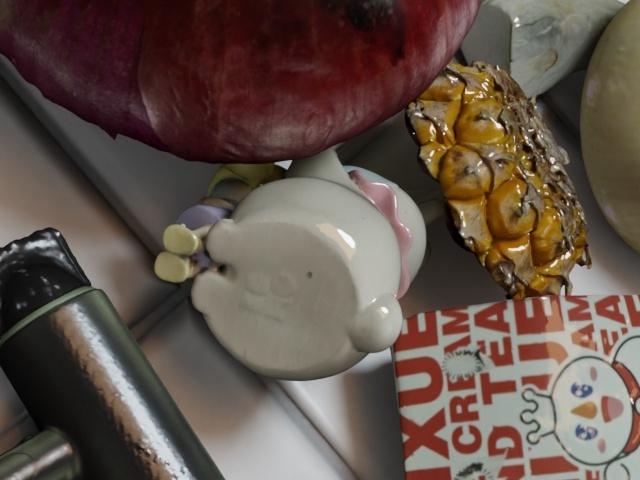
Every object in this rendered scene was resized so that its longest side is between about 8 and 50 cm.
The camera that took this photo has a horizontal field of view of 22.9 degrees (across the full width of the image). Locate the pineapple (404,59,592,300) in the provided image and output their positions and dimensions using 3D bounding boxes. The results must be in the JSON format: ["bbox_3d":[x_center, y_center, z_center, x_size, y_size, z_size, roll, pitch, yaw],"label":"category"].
[{"bbox_3d":[0.133,-0.049,1.126,0.225,0.076,0.225,49,24,-31],"label":"pineapple"}]

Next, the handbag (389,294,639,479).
[{"bbox_3d":[0.182,0.130,1.074,0.298,0.151,0.171,0,72,-30],"label":"handbag"}]

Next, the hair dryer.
[{"bbox_3d":[-0.198,0.120,0.881,0.248,0.078,0.195,-30,83,-35],"label":"hair dryer"}]

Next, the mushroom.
[{"bbox_3d":[0.214,-0.161,1.292,0.223,0.081,0.092,-2,64,-36],"label":"mushroom"}]

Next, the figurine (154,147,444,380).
[{"bbox_3d":[0.000,0.000,1.038,0.155,0.127,0.235,8,17,13],"label":"figurine"}]

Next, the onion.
[{"bbox_3d":[-0.057,-0.225,0.956,0.348,0.285,0.347,1,71,-3],"label":"onion"}]

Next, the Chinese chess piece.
[{"bbox_3d":[0.325,-0.094,1.258,0.257,0.104,0.257,-1,92,-34],"label":"Chinese chess piece"}]
